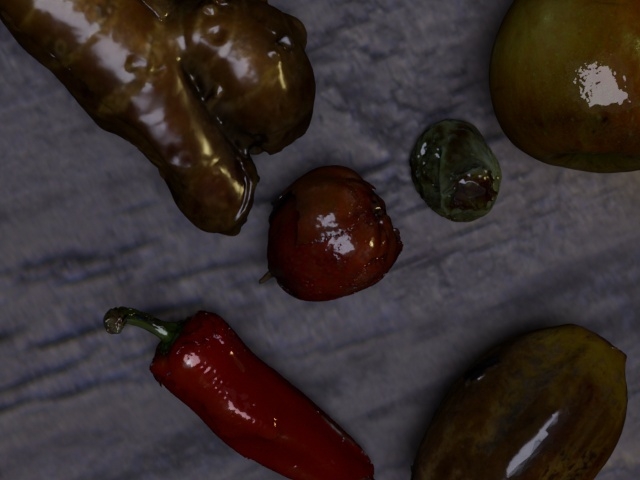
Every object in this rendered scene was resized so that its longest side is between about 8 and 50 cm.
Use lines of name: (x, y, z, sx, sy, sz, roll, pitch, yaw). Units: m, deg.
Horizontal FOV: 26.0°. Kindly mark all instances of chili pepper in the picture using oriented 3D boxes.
chili pepper: (-0.085, 0.180, 1.587, 0.387, 0.110, 0.110, 42, 94, -17)

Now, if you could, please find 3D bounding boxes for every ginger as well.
ginger: (-0.174, -0.218, 1.467, 0.418, 0.176, 0.254, 41, 87, -14)

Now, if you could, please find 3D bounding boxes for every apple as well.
apple: (0.298, -0.185, 1.495, 0.237, 0.237, 0.207, 9, 82, -7)

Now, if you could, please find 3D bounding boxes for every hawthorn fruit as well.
hawthorn fruit: (0.000, 0.000, 1.545, 0.172, 0.148, 0.148, -31, 103, 20)

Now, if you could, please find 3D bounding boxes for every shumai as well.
shumai: (0.158, -0.073, 1.568, 0.099, 0.087, 0.123, -33, 101, 3)

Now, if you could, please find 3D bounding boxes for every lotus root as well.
lotus root: (0.230, 0.218, 1.598, 0.193, 0.193, 0.291, 37, 98, -11)
